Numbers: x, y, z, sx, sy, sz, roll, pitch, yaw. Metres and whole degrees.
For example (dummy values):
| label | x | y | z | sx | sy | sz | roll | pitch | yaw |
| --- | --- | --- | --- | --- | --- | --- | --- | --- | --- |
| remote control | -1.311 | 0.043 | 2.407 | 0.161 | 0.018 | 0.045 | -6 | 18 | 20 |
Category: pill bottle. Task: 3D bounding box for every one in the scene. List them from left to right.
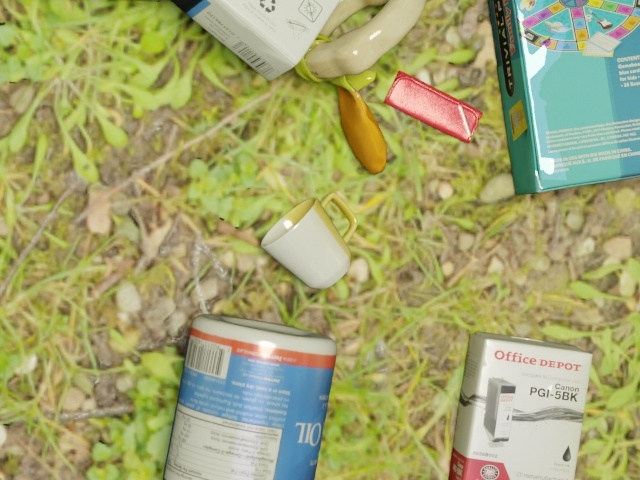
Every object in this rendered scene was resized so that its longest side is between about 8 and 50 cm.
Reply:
| label | x | y | z | sx | sy | sz | roll | pitch | yaw |
| --- | --- | --- | --- | --- | --- | --- | --- | --- | --- |
| pill bottle | -0.064 | 0.178 | 1.043 | 0.124 | 0.124 | 0.221 | 10 | 91 | -6 |

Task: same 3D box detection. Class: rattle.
| label | x | y | z | sx | sy | sz | roll | pitch | yaw |
| --- | --- | --- | --- | --- | --- | --- | --- | --- | --- |
| rattle | 0.073 | -0.180 | 1.084 | 0.143 | 0.130 | 0.200 | 45 | 59 | -16 |

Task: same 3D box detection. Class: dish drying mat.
| label | x | y | z | sx | sy | sz | roll | pitch | yaw |
| --- | --- | --- | --- | --- | --- | --- | --- | --- | --- |
| dish drying mat | 0.099 | -0.116 | 1.116 | 0.083 | 0.008 | 0.032 | 26 | 89 | -6 |

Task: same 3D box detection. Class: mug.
| label | x | y | z | sx | sy | sz | roll | pitch | yaw |
| --- | --- | --- | --- | --- | --- | --- | --- | --- | --- |
| mug | -0.001 | 0.002 | 1.082 | 0.078 | 0.062 | 0.064 | -41 | 103 | 2 |

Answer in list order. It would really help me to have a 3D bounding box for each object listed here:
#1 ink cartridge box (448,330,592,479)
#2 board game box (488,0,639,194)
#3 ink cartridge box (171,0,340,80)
| label | x | y | z | sx | sy | sz | roll | pitch | yaw |
| --- | --- | --- | --- | --- | --- | --- | --- | --- | --- |
| ink cartridge box | 0.172 | 0.153 | 1.102 | 0.099 | 0.056 | 0.135 | 8 | 90 | -6 |
| board game box | 0.274 | -0.223 | 1.098 | 0.253 | 0.079 | 0.336 | -8 | 91 | -7 |
| ink cartridge box | -0.011 | -0.307 | 1.032 | 0.165 | 0.065 | 0.333 | 39 | 68 | -16 |
